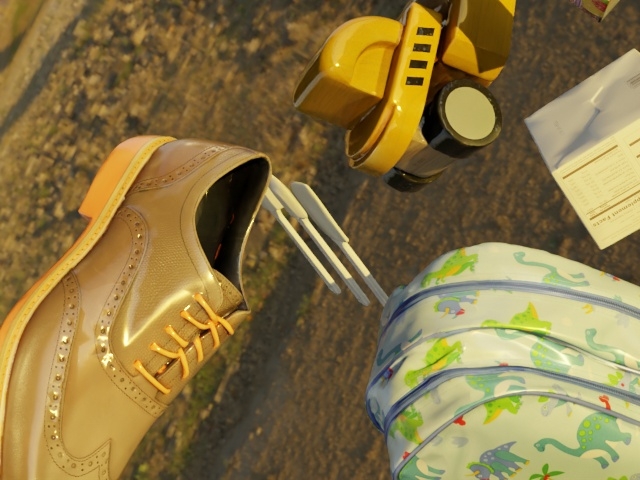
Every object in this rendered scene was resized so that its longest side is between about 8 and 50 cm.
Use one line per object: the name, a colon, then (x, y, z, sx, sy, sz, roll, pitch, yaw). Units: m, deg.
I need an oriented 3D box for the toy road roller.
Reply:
toy road roller: (0.108, -0.243, 1.152, 0.202, 0.240, 0.330, 145, 141, -65)

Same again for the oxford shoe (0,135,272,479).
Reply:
oxford shoe: (-0.134, 0.064, 0.633, 0.132, 0.130, 0.364, 0, 58, 25)

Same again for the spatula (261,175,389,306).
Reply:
spatula: (0.000, 0.000, 0.940, 0.019, 0.242, 0.168, -50, 38, -15)

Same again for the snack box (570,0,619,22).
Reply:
snack box: (0.271, -0.307, 0.954, 0.037, 0.141, 0.100, -51, -9, 8)

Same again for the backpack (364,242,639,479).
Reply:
backpack: (0.216, 0.149, 0.799, 0.290, 0.355, 0.273, -48, 7, 46)

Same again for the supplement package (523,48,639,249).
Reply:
supplement package: (0.441, -0.142, 1.264, 0.204, 0.145, 0.262, -33, 18, 17)
